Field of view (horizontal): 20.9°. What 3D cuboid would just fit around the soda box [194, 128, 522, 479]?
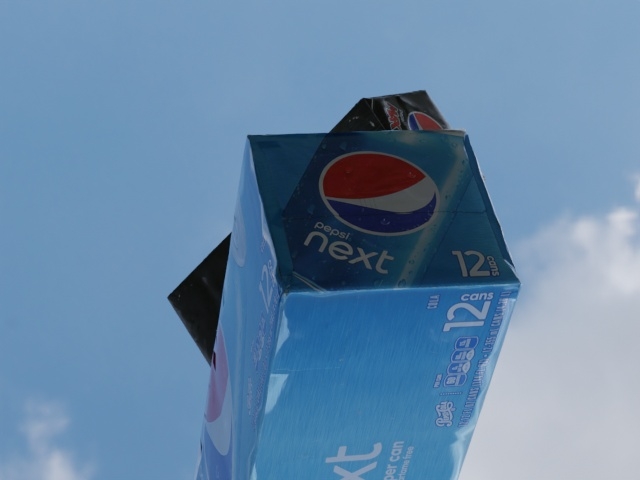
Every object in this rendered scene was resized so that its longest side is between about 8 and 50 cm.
[{"bbox_3d":[0.002,0.062,0.566,0.071,0.210,0.067,-2,-134,-14],"label":"soda box"}]

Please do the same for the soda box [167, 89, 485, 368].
[{"bbox_3d":[0.000,0.000,0.850,0.053,0.169,0.060,-12,-116,-52],"label":"soda box"}]
